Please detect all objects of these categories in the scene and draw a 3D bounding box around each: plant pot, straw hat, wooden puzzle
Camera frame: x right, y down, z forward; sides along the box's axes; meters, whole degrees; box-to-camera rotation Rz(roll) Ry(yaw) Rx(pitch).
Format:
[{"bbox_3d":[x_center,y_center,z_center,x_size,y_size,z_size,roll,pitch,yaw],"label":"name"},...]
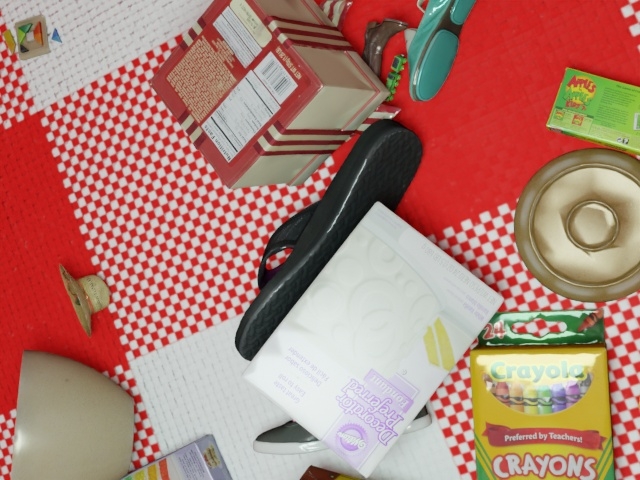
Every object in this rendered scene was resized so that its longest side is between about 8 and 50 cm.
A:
[{"bbox_3d":[0.410,-0.023,1.276,0.236,0.032,0.236,0,90,18],"label":"plant pot"},{"bbox_3d":[-0.415,0.097,1.528,0.061,0.144,0.144,-23,82,-23],"label":"straw hat"},{"bbox_3d":[-0.544,-0.381,1.592,0.116,0.014,0.079,-18,85,17],"label":"wooden puzzle"},{"bbox_3d":[-0.424,0.333,1.456,0.191,0.284,0.284,4,93,-18],"label":"plant pot"}]

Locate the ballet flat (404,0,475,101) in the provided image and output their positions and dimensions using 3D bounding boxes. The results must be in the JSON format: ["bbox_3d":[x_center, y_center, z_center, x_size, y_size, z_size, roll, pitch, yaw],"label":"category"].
[{"bbox_3d":[0.182,-0.339,1.331,0.087,0.083,0.247,30,100,40],"label":"ballet flat"}]

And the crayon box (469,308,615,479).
[{"bbox_3d":[0.334,0.266,1.279,0.202,0.081,0.319,-5,89,19],"label":"crayon box"}]

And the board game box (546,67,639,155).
[{"bbox_3d":[0.439,-0.185,1.256,0.181,0.043,0.092,20,94,17],"label":"board game box"}]

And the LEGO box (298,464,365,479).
[{"bbox_3d":[0.162,0.596,1.243,0.500,0.193,0.373,11,108,18],"label":"LEGO box"}]

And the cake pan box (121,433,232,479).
[{"bbox_3d":[-0.245,0.510,1.481,0.245,0.070,0.267,-28,83,19],"label":"cake pan box"}]

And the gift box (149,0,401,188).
[{"bbox_3d":[-0.049,-0.239,1.302,0.276,0.258,0.255,-38,78,25],"label":"gift box"}]

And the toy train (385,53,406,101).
[{"bbox_3d":[0.116,-0.259,1.357,0.017,0.023,0.083,35,126,23],"label":"toy train"}]

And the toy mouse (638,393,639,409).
[{"bbox_3d":[0.540,0.250,1.237,0.143,0.031,0.161,6,93,18],"label":"toy mouse"}]

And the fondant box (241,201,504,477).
[{"bbox_3d":[0.078,0.145,1.267,0.238,0.096,0.330,38,89,5],"label":"fondant box"}]

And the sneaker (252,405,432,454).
[{"bbox_3d":[0.021,0.257,1.375,0.295,0.104,0.147,-15,84,12],"label":"sneaker"}]

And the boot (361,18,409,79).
[{"bbox_3d":[0.097,-0.292,1.352,0.106,0.037,0.114,14,93,62],"label":"boot"}]

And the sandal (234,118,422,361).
[{"bbox_3d":[0.002,0.000,1.365,0.107,0.167,0.446,37,95,40],"label":"sandal"}]
